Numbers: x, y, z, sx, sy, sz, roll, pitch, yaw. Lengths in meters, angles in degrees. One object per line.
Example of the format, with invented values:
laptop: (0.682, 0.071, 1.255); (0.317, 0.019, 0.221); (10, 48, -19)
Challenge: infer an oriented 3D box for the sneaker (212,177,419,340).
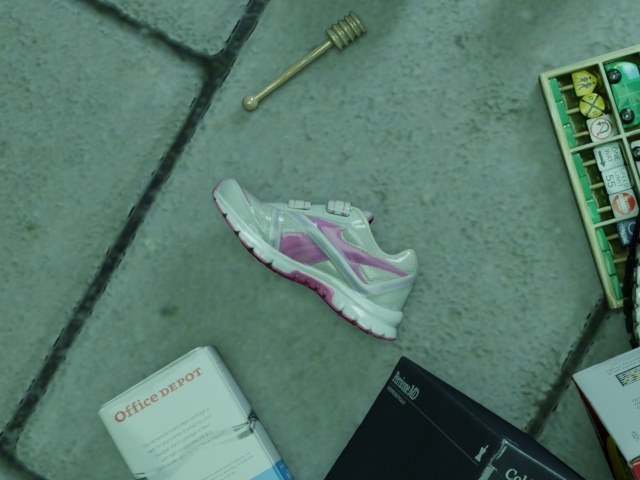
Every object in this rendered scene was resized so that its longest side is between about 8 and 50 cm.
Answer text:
sneaker: (0.000, 0.000, 1.572); (0.252, 0.103, 0.111); (34, 87, 0)

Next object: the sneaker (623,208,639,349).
sneaker: (0.396, -0.015, 1.475); (0.147, 0.130, 0.330); (15, 88, 9)

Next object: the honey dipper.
honey dipper: (-0.021, -0.194, 1.613); (0.161, 0.030, 0.030); (-37, 84, 4)

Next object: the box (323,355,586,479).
box: (0.107, 0.316, 1.398); (0.179, 0.343, 0.312); (32, 91, -14)

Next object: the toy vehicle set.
toy vehicle set: (0.352, -0.074, 1.565); (0.166, 0.035, 0.267); (-17, 85, 5)

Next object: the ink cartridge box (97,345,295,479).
ink cartridge box: (-0.129, 0.228, 1.574); (0.139, 0.082, 0.190); (-31, 83, 4)

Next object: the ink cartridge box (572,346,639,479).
ink cartridge box: (0.371, 0.278, 1.348); (0.130, 0.272, 0.309); (-23, 106, 3)
